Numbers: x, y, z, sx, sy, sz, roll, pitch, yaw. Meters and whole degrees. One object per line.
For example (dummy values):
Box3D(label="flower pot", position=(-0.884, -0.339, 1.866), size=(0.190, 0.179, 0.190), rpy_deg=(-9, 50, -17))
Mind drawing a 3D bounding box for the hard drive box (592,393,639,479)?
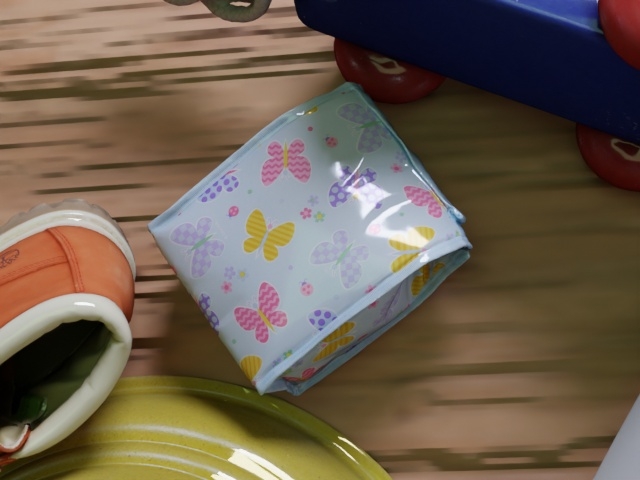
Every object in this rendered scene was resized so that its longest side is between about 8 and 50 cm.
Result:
Box3D(label="hard drive box", position=(0.139, 0.077, 0.353), size=(0.089, 0.181, 0.232), rpy_deg=(30, 85, -6))

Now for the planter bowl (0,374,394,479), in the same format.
Box3D(label="planter bowl", position=(-0.062, 0.145, 0.428), size=(0.217, 0.090, 0.217), rpy_deg=(-2, 79, 9))

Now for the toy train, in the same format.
Box3D(label="toy train", position=(0.038, -0.125, 0.459), size=(0.248, 0.105, 0.143), rpy_deg=(21, 74, 12))

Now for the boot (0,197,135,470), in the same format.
Box3D(label="boot", position=(-0.125, 0.053, 0.451), size=(0.158, 0.084, 0.059), rpy_deg=(-37, 117, 2))

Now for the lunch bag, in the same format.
Box3D(label="lunch bag", position=(0.000, 0.000, 0.463), size=(0.083, 0.053, 0.071), rpy_deg=(-40, 74, 11))
